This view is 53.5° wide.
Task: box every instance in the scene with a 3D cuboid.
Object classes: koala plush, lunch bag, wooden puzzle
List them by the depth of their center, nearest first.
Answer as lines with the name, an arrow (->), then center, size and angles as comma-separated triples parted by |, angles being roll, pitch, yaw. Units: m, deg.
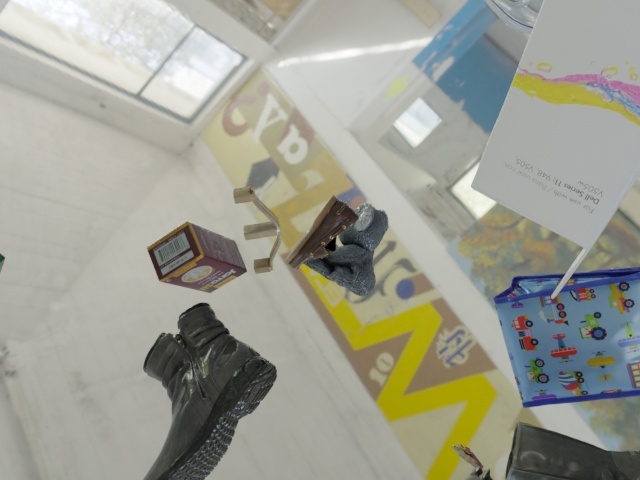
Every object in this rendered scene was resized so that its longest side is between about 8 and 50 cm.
lunch bag -> 0.493, 0.169, 1.137 | 0.138, 0.293, 0.220 | -27, -78, -52
wooden puzzle -> 0.287, 0.421, 1.238 | 0.049, 0.006, 0.083 | 4, 138, 54
koala plush -> 0.092, 0.007, 1.618 | 0.203, 0.221, 0.196 | 32, -176, 24

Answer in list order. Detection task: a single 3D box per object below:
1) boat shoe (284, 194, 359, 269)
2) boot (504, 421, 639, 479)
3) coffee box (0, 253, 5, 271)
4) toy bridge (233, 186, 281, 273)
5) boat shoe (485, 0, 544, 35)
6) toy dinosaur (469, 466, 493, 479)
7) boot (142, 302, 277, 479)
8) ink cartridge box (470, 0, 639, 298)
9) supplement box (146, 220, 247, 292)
boat shoe -> 0.000, 0.000, 1.263 | 0.073, 0.207, 0.073 | 36, -137, -4
boot -> 0.391, 0.382, 0.972 | 0.209, 0.189, 0.076 | 5, -176, 4
coffee box -> -0.734, 0.107, 1.299 | 0.040, 0.113, 0.184 | 37, -140, -4
toy bridge -> -0.101, -0.018, 1.095 | 0.026, 0.063, 0.188 | -97, -2, -48
boat shoe -> 0.274, -0.365, 0.899 | 0.226, 0.083, 0.076 | 27, 171, -5
toy dinosaur -> 0.364, 0.544, 1.269 | 0.160, 0.313, 0.121 | 46, -121, 6
boot -> -0.255, 0.299, 1.170 | 0.223, 0.338, 0.118 | 33, 165, 27
ink cartridge box -> 0.245, -0.140, 0.525 | 0.119, 0.353, 0.207 | 32, -131, 21
supplement box -> -0.244, 0.039, 1.277 | 0.080, 0.104, 0.188 | 64, -166, 20
